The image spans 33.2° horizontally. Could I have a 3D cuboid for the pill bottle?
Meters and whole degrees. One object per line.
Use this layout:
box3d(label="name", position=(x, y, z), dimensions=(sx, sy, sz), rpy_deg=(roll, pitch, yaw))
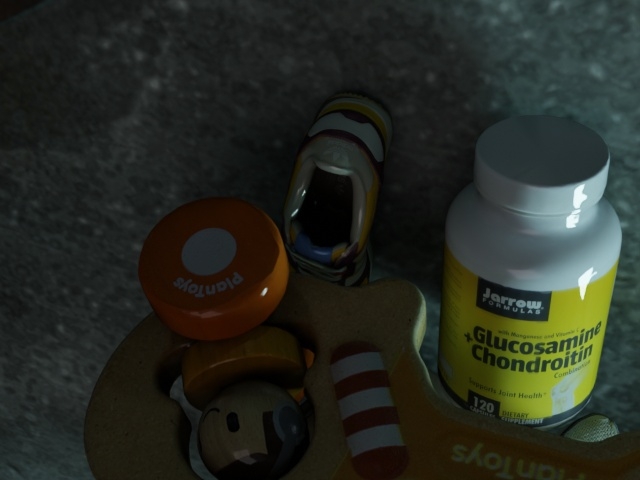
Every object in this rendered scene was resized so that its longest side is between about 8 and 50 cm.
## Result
box3d(label="pill bottle", position=(0.125, 0.021, 0.651), dimensions=(0.103, 0.103, 0.184), rpy_deg=(8, 129, 13))

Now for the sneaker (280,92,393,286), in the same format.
box3d(label="sneaker", position=(0.000, 0.000, 0.691), dimensions=(0.069, 0.084, 0.185), rpy_deg=(13, 129, 10))

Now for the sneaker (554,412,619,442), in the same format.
box3d(label="sneaker", position=(0.147, 0.152, 0.635), dimensions=(0.052, 0.135, 0.058), rpy_deg=(35, 147, 12))

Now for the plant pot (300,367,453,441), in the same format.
box3d(label="plant pot", position=(0.063, 0.205, 0.749), dimensions=(0.229, 0.263, 0.263), rpy_deg=(49, 129, 2))

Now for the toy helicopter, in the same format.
box3d(label="toy helicopter", position=(0.036, 0.128, 0.574), dimensions=(0.355, 0.235, 0.140), rpy_deg=(11, 147, 16))
